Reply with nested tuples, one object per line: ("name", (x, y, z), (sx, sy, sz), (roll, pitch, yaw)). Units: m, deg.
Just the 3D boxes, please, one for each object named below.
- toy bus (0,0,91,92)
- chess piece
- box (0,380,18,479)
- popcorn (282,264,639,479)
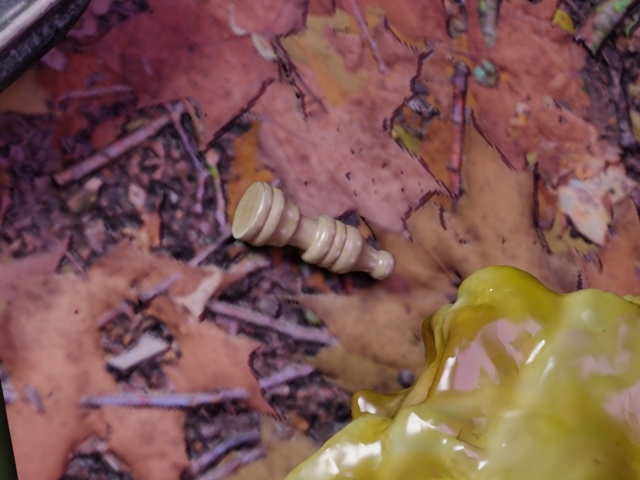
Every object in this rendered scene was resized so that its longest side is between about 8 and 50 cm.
("toy bus", (-0.231, -0.093, 0.773), (0.138, 0.097, 0.342), (47, 57, -6))
("chess piece", (0.000, 0.000, 0.896), (0.092, 0.035, 0.035), (23, 61, -22))
("box", (-0.274, 0.101, 0.598), (0.328, 0.253, 0.178), (8, 54, -25))
("popcorn", (0.116, 0.138, 0.796), (0.286, 0.215, 0.252), (-38, 95, -32))
